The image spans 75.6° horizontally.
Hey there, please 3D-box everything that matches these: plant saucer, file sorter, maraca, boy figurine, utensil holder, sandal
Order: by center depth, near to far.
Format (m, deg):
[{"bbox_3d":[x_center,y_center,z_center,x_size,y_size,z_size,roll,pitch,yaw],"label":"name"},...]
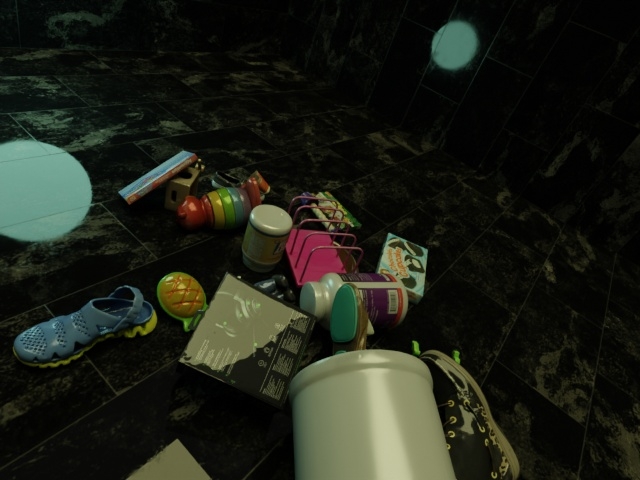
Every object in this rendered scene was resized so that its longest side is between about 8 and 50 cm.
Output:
[{"bbox_3d":[0.104,0.470,0.816,0.326,0.328,0.386,10,45,-16],"label":"utensil holder"},{"bbox_3d":[-0.556,0.193,1.000,0.317,0.138,0.126,-21,55,-42],"label":"sandal"},{"bbox_3d":[-0.378,0.173,1.161,0.127,0.099,0.186,-37,90,-40],"label":"maraca"},{"bbox_3d":[-0.218,0.192,1.183,0.285,0.092,0.178,-25,93,-35],"label":"boy figurine"},{"bbox_3d":[0.000,0.000,1.432,0.201,0.182,0.291,4,39,-24],"label":"file sorter"},{"bbox_3d":[0.009,0.077,1.538,0.310,0.050,0.311,16,35,-11],"label":"plant saucer"}]

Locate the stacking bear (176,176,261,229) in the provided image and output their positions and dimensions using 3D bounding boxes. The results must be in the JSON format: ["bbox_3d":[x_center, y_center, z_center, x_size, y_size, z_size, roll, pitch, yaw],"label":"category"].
[{"bbox_3d":[-0.373,-0.114,1.492,0.288,0.175,0.165,-14,90,-25],"label":"stacking bear"}]

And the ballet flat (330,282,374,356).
[{"bbox_3d":[0.095,0.295,1.147,0.124,0.116,0.343,17,68,-40],"label":"ballet flat"}]

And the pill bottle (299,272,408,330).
[{"bbox_3d":[0.105,0.194,1.317,0.322,0.182,0.182,3,39,-25],"label":"pill bottle"}]

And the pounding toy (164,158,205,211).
[{"bbox_3d":[-0.508,-0.237,1.550,0.094,0.181,0.206,16,35,-8],"label":"pounding toy"}]

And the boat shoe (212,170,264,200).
[{"bbox_3d":[-0.339,-0.232,1.728,0.228,0.076,0.080,21,35,-1],"label":"boat shoe"}]

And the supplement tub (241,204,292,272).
[{"bbox_3d":[-0.186,-0.004,1.403,0.144,0.200,0.145,14,36,-11],"label":"supplement tub"}]

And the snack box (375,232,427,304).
[{"bbox_3d":[0.327,0.104,1.661,0.186,0.060,0.322,24,35,2],"label":"snack box"}]

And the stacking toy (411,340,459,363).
[{"bbox_3d":[0.381,0.414,1.291,0.166,0.052,0.221,16,35,-9],"label":"stacking toy"}]

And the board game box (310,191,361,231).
[{"bbox_3d":[0.056,-0.131,1.853,0.136,0.030,0.260,-11,47,-41],"label":"board game box"}]

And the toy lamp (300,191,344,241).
[{"bbox_3d":[-0.003,-0.106,1.748,0.080,0.080,0.275,-7,46,-35],"label":"toy lamp"}]

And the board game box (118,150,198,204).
[{"bbox_3d":[-0.578,-0.230,1.471,0.281,0.027,0.145,-39,32,-18],"label":"board game box"}]

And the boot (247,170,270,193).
[{"bbox_3d":[-0.269,-0.253,1.820,0.084,0.059,0.158,41,8,-31],"label":"boot"}]

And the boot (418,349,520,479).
[{"bbox_3d":[0.310,0.492,1.043,0.284,0.138,0.378,-16,70,-39],"label":"boot"}]

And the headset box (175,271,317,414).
[{"bbox_3d":[-0.189,0.252,1.027,0.282,0.131,0.247,27,57,-8],"label":"headset box"}]
